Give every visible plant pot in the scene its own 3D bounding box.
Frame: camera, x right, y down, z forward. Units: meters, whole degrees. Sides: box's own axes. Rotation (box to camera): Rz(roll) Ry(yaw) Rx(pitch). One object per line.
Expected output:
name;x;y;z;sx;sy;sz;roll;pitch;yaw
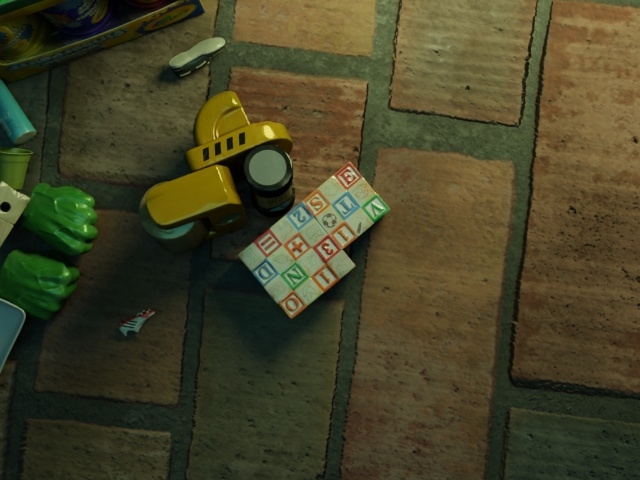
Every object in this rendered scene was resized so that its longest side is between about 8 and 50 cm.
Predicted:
plant pot;-0.640;-0.147;1.517;0.083;0.083;0.079;8;101;-1

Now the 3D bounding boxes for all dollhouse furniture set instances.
dollhouse furniture set;-0.698;-0.075;1.433;0.184;0.129;0.129;37;68;-32

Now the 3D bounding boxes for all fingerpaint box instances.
fingerpaint box;-0.469;-0.472;1.368;0.445;0.371;0.163;-20;90;-1

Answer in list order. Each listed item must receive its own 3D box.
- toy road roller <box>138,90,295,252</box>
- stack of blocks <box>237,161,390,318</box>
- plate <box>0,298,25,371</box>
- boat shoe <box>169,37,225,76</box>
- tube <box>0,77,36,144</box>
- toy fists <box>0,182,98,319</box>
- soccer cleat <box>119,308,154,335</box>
toy road roller;-0.211;-0.142;1.463;0.330;0.202;0.240;-23;78;-6
stack of blocks;0.000;0.000;1.513;0.297;0.087;0.171;-40;90;-1
plate;-0.766;0.199;1.508;0.277;0.045;0.278;27;101;0
boat shoe;-0.253;-0.381;1.536;0.125;0.038;0.046;-30;48;-6
tube;-0.668;-0.298;1.523;0.080;0.052;0.207;-32;91;33
toy fists;-0.544;0.024;1.507;0.142;0.096;0.279;23;91;10
soccer cleat;-0.381;0.172;1.540;0.083;0.029;0.035;-25;99;3
